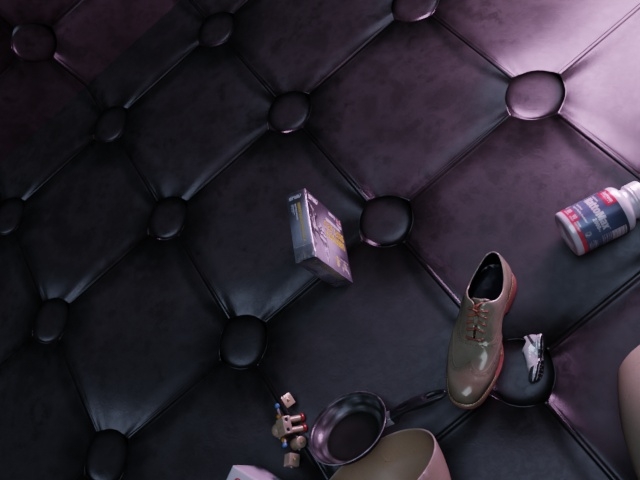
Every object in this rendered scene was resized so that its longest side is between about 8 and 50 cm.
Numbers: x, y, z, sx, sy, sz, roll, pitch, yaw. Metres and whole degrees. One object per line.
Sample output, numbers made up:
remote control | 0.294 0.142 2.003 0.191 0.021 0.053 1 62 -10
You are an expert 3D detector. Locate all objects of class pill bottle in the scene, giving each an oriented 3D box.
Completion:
pill bottle | 0.623 -0.053 1.284 0.180 0.108 0.108 -29 62 10

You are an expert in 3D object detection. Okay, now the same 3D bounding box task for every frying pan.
frying pan | 0.118 0.393 1.326 0.326 0.053 0.197 -33 26 -2

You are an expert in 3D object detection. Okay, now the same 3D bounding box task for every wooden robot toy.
wooden robot toy | -0.082 0.464 1.419 0.079 0.076 0.173 -42 52 45

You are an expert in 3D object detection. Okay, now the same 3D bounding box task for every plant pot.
plant pot | 0.157 0.548 1.179 0.284 0.284 0.191 -31 93 9

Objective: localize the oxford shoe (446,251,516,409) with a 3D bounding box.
oxford shoe | 0.335 0.185 1.269 0.122 0.130 0.348 4 61 29

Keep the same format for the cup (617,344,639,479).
cup | 0.674 0.300 1.035 0.331 0.331 0.237 -30 36 10

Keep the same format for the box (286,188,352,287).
box | 0.000 0.000 1.456 0.056 0.231 0.183 -19 63 19

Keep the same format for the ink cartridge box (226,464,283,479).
ink cartridge box | -0.157 0.686 1.315 0.211 0.121 0.289 19 78 28

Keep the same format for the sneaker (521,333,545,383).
sneaker | 0.462 0.257 1.275 0.043 0.040 0.109 -3 64 39
